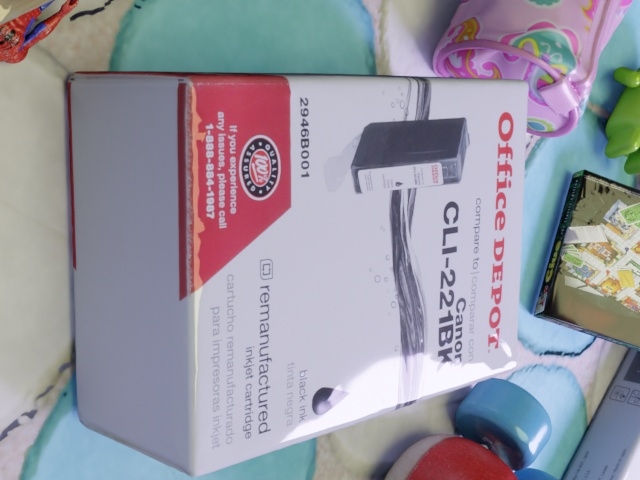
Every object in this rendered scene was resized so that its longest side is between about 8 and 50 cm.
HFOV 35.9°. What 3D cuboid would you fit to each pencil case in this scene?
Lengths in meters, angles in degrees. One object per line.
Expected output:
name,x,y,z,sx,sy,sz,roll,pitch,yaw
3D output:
pencil case,0.190,-0.219,0.728,0.124,0.124,0.284,42,70,-40

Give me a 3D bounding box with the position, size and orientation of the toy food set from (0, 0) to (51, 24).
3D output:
toy food set,-0.087,-0.232,0.402,0.306,0.092,0.220,-28,113,-9

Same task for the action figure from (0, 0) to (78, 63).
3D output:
action figure,-0.140,-0.126,0.490,0.038,0.030,0.115,44,70,-44

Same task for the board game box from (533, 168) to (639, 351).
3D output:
board game box,0.326,0.042,0.875,0.259,0.030,0.136,19,82,-10

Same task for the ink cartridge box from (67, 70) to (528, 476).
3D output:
ink cartridge box,0.000,0.000,0.588,0.273,0.114,0.197,-9,103,-44

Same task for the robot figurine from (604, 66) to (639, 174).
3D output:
robot figurine,0.302,-0.116,0.891,0.101,0.067,0.115,37,70,-10

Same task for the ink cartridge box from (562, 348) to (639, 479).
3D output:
ink cartridge box,0.336,0.257,1.002,0.275,0.060,0.239,-55,131,-22

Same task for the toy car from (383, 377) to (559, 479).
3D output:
toy car,0.167,0.254,0.711,0.219,0.238,0.210,-44,125,-29
